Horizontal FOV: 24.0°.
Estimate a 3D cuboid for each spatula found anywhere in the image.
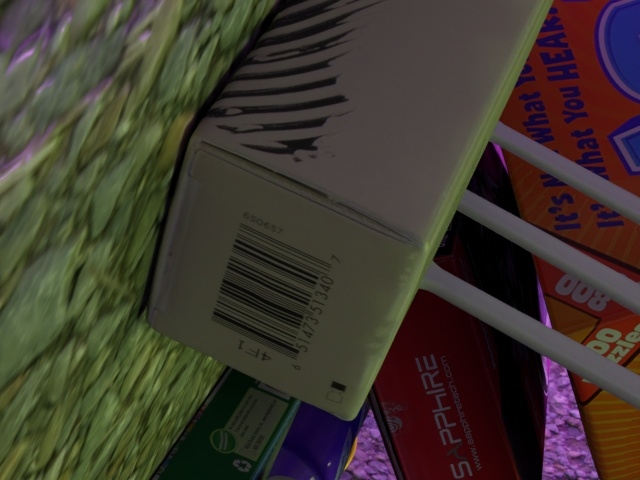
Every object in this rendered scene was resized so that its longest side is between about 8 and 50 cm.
[{"bbox_3d":[0.098,-0.011,0.755,0.168,0.242,0.019,-61,179,-45],"label":"spatula"}]

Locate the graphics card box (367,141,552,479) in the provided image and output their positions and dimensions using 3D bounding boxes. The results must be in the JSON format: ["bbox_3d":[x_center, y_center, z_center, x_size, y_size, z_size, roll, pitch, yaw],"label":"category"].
[{"bbox_3d":[0.110,0.039,1.176,0.371,0.094,0.233,-69,143,-63],"label":"graphics card box"}]

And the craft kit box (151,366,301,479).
[{"bbox_3d":[-0.100,0.225,0.915,0.250,0.061,0.247,-55,166,-65],"label":"craft kit box"}]

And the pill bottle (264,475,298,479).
[{"bbox_3d":[-0.023,0.259,0.874,0.121,0.121,0.221,65,50,-84],"label":"pill bottle"}]

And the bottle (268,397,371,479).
[{"bbox_3d":[-0.014,0.135,1.152,0.283,0.092,0.118,-60,167,-45],"label":"bottle"}]

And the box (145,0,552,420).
[{"bbox_3d":[0.031,-0.067,0.634,0.275,0.094,0.113,-61,174,-46],"label":"box"}]

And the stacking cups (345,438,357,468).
[{"bbox_3d":[-0.035,0.231,1.381,0.316,0.096,0.096,105,11,-61],"label":"stacking cups"}]

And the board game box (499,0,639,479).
[{"bbox_3d":[0.321,-0.028,1.027,0.356,0.356,0.356,63,13,-49],"label":"board game box"}]
